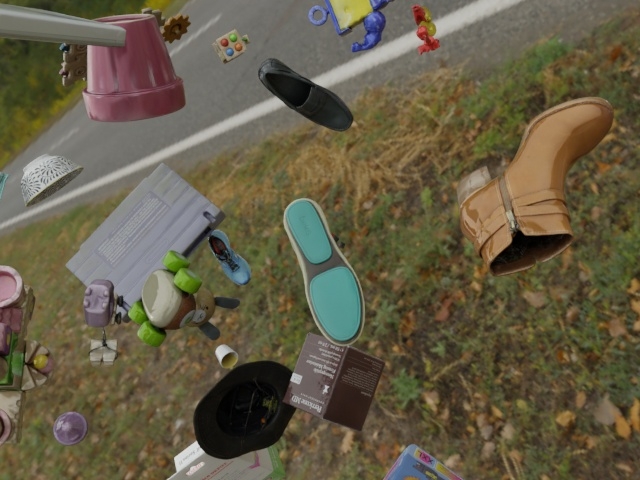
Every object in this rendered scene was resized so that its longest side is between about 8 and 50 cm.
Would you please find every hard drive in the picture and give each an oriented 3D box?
[{"bbox_3d":[-0.489,-0.353,1.142,0.307,0.203,0.040,-29,-48,-66],"label":"hard drive"}]

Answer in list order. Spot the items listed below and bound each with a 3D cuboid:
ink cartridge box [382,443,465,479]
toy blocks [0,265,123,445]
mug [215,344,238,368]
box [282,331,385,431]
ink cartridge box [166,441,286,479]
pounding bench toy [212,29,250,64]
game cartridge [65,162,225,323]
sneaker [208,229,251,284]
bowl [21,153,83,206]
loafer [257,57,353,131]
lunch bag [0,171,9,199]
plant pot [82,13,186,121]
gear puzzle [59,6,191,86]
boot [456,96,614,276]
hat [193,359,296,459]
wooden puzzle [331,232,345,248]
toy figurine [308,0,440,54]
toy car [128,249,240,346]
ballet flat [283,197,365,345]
[{"bbox_3d":[0.225,0.591,1.411,0.151,0.270,0.395,-59,-12,11],"label":"ink cartridge box"},{"bbox_3d":[-0.477,0.176,1.083,0.260,0.309,0.288,122,150,-69],"label":"toy blocks"},{"bbox_3d":[-0.307,0.373,2.290,0.064,0.062,0.078,38,120,46],"label":"mug"},{"bbox_3d":[0.038,0.381,1.928,0.168,0.167,0.203,9,75,47],"label":"box"},{"bbox_3d":[-0.301,0.692,2.206,0.207,0.353,0.119,-38,45,13],"label":"ink cartridge box"},{"bbox_3d":[-0.190,-0.440,1.594,0.083,0.052,0.065,-33,14,-12],"label":"pounding bench toy"},{"bbox_3d":[-0.431,0.000,1.757,0.230,0.068,0.355,38,81,25],"label":"game cartridge"},{"bbox_3d":[-0.239,0.048,1.810,0.063,0.162,0.073,-37,1,7],"label":"sneaker"},{"bbox_3d":[-0.688,-0.165,1.787,0.170,0.080,0.170,-34,8,6],"label":"bowl"},{"bbox_3d":[-0.028,-0.283,1.432,0.076,0.223,0.078,-51,22,21],"label":"loafer"},{"bbox_3d":[-0.929,-0.071,1.771,0.160,0.223,0.262,-12,62,52],"label":"lunch bag"},{"bbox_3d":[-0.375,-0.345,1.405,0.201,0.180,0.201,-4,23,2],"label":"plant pot"},{"bbox_3d":[-0.444,-0.470,1.642,0.339,0.044,0.175,-29,-17,-32],"label":"gear puzzle"},{"bbox_3d":[0.334,-0.080,1.059,0.283,0.109,0.220,-29,31,17],"label":"boot"},{"bbox_3d":[-0.230,0.460,2.049,0.331,0.331,0.134,-53,39,-5],"label":"hat"},{"bbox_3d":[0.000,0.000,1.208,0.049,0.083,0.006,-51,4,-25],"label":"wooden puzzle"},{"bbox_3d":[0.058,-0.492,1.353,0.217,0.362,0.191,-20,11,20],"label":"toy figurine"},{"bbox_3d":[-0.254,0.136,1.417,0.155,0.188,0.149,-55,38,7],"label":"toy car"},{"bbox_3d":[0.009,0.051,1.104,0.086,0.086,0.248,-33,64,35],"label":"ballet flat"}]
